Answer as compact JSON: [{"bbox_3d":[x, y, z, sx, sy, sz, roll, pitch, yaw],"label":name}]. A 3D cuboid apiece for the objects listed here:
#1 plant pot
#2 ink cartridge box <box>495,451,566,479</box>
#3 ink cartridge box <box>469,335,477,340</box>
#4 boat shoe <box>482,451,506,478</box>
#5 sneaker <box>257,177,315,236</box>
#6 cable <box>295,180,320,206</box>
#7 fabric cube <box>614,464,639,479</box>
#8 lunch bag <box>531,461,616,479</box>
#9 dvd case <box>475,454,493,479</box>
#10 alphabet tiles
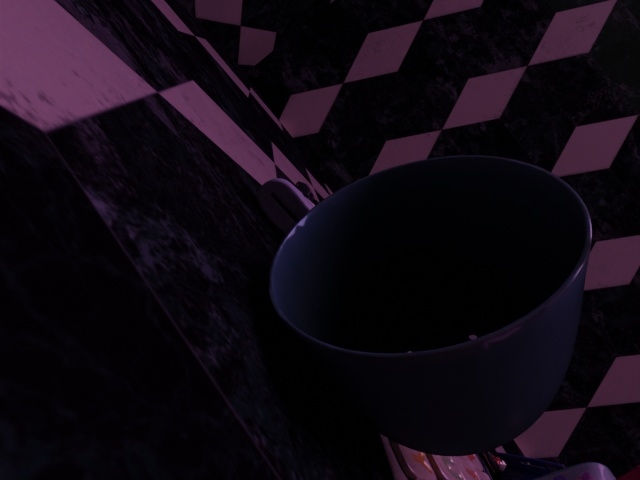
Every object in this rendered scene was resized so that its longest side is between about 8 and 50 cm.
[{"bbox_3d":[0.123,0.083,0.489,0.293,0.293,0.235,-115,-178,-57],"label":"plant pot"},{"bbox_3d":[0.555,0.636,1.053,0.311,0.065,0.186,54,-32,-8],"label":"ink cartridge box"},{"bbox_3d":[0.394,0.319,1.279,0.093,0.212,0.154,59,8,13],"label":"ink cartridge box"},{"bbox_3d":[0.464,0.582,1.160,0.137,0.043,0.049,51,10,-12],"label":"boat shoe"},{"bbox_3d":[0.000,0.000,0.754,0.258,0.094,0.091,54,12,7],"label":"sneaker"},{"bbox_3d":[-0.013,-0.079,1.259,0.150,0.047,0.184,53,3,-42],"label":"cable"},{"bbox_3d":[0.517,0.579,0.690,0.259,0.258,0.254,52,7,-11],"label":"fabric cube"},{"bbox_3d":[0.537,0.595,0.900,0.279,0.224,0.108,52,23,-9],"label":"lunch bag"},{"bbox_3d":[0.267,0.413,0.776,0.179,0.029,0.238,52,8,-11],"label":"dvd case"},{"bbox_3d":[0.181,0.312,0.604,0.278,0.021,0.284,39,14,-36],"label":"alphabet tiles"}]
